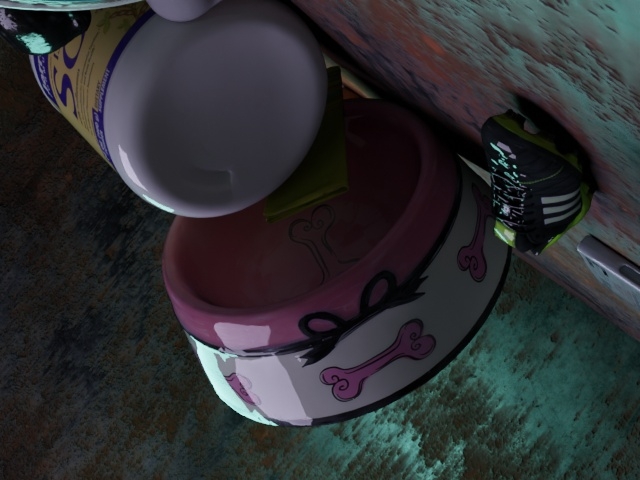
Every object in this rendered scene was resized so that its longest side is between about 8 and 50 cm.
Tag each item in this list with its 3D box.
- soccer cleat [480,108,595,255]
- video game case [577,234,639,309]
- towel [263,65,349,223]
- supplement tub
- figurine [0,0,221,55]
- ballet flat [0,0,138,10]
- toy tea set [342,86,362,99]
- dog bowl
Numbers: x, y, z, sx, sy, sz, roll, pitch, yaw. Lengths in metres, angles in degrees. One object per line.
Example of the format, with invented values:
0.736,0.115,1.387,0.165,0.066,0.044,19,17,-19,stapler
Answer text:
0.143,-0.032,0.592,0.060,0.072,0.179,39,-175,30,soccer cleat
0.387,0.075,0.980,0.193,0.023,0.212,39,-175,26,video game case
-0.019,-0.117,0.995,0.021,0.102,0.237,52,-157,-36,towel
-0.174,-0.196,0.953,0.241,0.241,0.331,31,-174,-46,supplement tub
-0.191,-0.228,0.670,0.209,0.215,0.092,26,-127,-82,figurine
-0.246,-0.194,0.421,0.400,0.139,0.139,-9,-144,-38,ballet flat
0.029,-0.166,1.400,0.200,0.124,0.336,39,-175,28,toy tea set
0.000,0.000,0.997,0.408,0.408,0.150,42,170,52,dog bowl
